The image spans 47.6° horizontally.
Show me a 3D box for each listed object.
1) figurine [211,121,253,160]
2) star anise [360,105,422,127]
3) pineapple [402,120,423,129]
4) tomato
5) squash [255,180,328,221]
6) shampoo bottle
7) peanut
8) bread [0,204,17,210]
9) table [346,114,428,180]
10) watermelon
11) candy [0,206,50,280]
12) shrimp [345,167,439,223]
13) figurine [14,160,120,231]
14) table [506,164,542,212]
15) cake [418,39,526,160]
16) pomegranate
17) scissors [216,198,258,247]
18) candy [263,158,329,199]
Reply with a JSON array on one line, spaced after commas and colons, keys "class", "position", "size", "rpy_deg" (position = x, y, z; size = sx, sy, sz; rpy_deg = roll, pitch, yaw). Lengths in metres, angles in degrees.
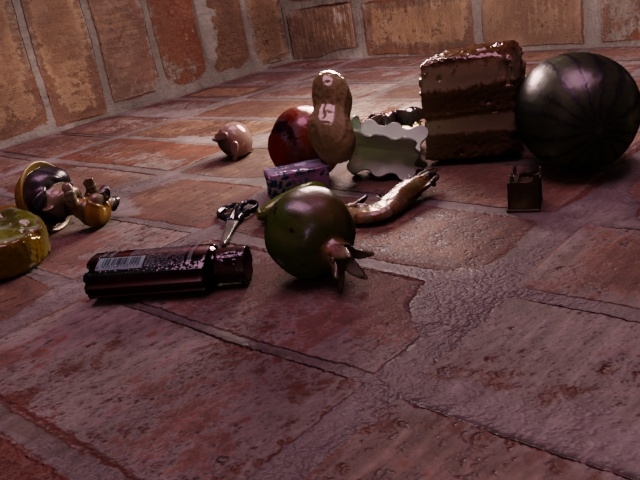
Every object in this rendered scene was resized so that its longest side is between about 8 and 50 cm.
[{"class": "figurine", "position": [-0.283, -0.328, 2.387], "size": [0.125, 0.125, 0.138], "rpy_deg": [-5, 11, 12]}, {"class": "star anise", "position": [0.205, -0.337, 2.041], "size": [0.208, 0.063, 0.172], "rpy_deg": [-11, 6, -4]}, {"class": "pineapple", "position": [0.209, -0.303, 2.157], "size": [0.225, 0.076, 0.225], "rpy_deg": [-7, 25, 3]}, {"class": "tomato", "position": [-0.047, -0.266, 1.991], "size": [0.208, 0.208, 0.184], "rpy_deg": [7, 9, 36]}, {"class": "squash", "position": [-0.067, -0.093, 1.759], "size": [0.201, 0.066, 0.066], "rpy_deg": [-23, 24, -23]}, {"class": "shampoo bottle", "position": [-0.298, 0.058, 1.444], "size": [0.323, 0.084, 0.129], "rpy_deg": [-5, 25, 9]}, {"class": "peanut", "position": [0.025, -0.320, 1.860], "size": [0.124, 0.256, 0.123], "rpy_deg": [-4, -14, -1]}, {"class": "bread", "position": [-0.838, -0.050, 1.952], "size": [0.106, 0.082, 0.125], "rpy_deg": [-15, 18, 6]}, {"class": "table", "position": [0.178, -0.240, 1.925], "size": [0.198, 0.166, 0.166], "rpy_deg": [12, 28, 26]}, {"class": "watermelon", "position": [0.607, -0.310, 1.734], "size": [0.279, 0.278, 0.359], "rpy_deg": [-9, 18, 1]}, {"class": "candy", "position": [-0.773, 0.013, 1.717], "size": [0.260, 0.118, 0.260], "rpy_deg": [-7, 23, 3]}, {"class": "shrimp", "position": [0.157, -0.105, 1.714], "size": [0.169, 0.058, 0.296], "rpy_deg": [8, 31, 44]}, {"class": "figurine", "position": [-0.680, -0.102, 1.915], "size": [0.257, 0.167, 0.192], "rpy_deg": [19, 7, 14]}, {"class": "table", "position": [0.439, -0.113, 1.564], "size": [0.070, 0.082, 0.083], "rpy_deg": [0, 22, 22]}, {"class": "cake", "position": [0.416, -0.378, 1.972], "size": [0.282, 0.290, 0.256], "rpy_deg": [-4, 18, 21]}, {"class": "pomegranate", "position": [0.000, 0.000, 1.360], "size": [0.182, 0.181, 0.224], "rpy_deg": [-23, 41, -32]}, {"class": "scissors", "position": [-0.211, -0.041, 1.746], "size": [0.109, 0.022, 0.300], "rpy_deg": [-11, 22, 6]}, {"class": "candy", "position": [-0.059, -0.147, 1.852], "size": [0.160, 0.092, 0.073], "rpy_deg": [-12, 26, -12]}]
